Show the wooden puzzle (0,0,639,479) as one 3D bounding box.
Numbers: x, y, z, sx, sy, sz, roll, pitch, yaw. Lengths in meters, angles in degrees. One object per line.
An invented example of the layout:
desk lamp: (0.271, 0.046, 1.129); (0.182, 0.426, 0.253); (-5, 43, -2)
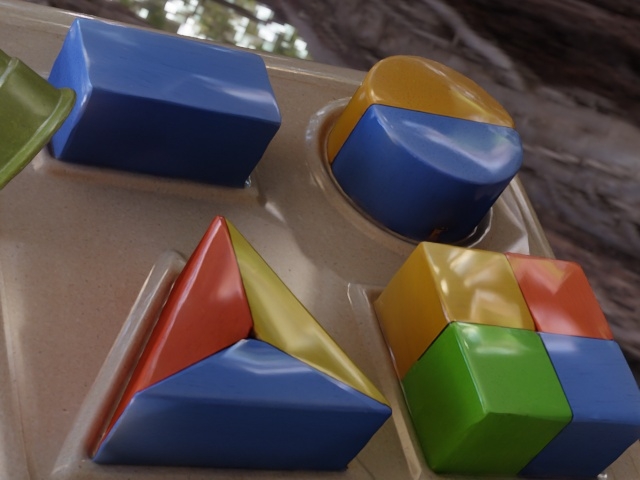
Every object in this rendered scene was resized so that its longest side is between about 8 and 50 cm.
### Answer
wooden puzzle: (0.000, 0.000, 0.604); (0.322, 0.348, 0.080); (7, -48, -29)

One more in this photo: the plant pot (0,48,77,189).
plant pot: (-0.126, -0.044, 0.371); (0.083, 0.083, 0.079); (-49, -66, -21)
